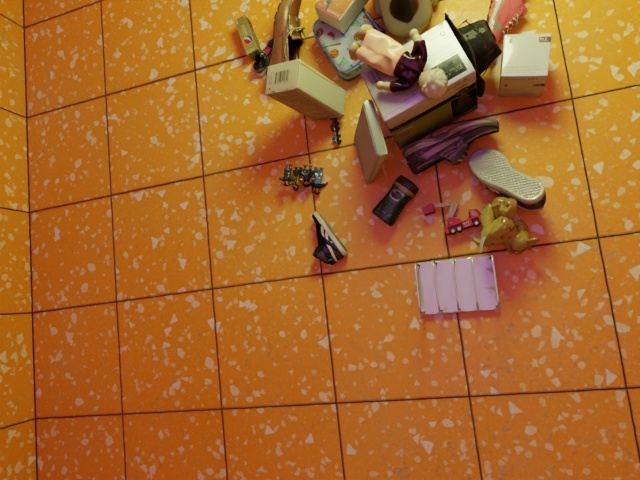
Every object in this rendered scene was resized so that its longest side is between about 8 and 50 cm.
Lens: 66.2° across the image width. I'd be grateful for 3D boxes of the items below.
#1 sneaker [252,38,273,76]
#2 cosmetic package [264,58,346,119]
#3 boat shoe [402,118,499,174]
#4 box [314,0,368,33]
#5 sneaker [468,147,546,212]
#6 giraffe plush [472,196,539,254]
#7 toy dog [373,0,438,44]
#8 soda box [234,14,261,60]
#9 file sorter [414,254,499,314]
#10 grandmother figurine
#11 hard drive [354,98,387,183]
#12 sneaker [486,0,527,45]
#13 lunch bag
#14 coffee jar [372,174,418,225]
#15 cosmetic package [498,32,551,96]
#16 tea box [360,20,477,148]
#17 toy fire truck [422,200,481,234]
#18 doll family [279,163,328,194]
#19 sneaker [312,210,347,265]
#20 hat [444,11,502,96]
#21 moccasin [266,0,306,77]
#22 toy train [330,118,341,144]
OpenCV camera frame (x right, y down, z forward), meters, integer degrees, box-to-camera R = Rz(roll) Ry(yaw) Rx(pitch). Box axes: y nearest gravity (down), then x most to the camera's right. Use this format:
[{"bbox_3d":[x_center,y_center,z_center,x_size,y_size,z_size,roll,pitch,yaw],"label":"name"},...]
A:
[{"bbox_3d":[-0.236,-0.790,2.098,0.063,0.074,0.171,32,94,18],"label":"sneaker"},{"bbox_3d":[-0.050,-0.566,1.877,0.160,0.309,0.113,3,86,35],"label":"cosmetic package"},{"bbox_3d":[0.485,-0.338,1.806,0.355,0.132,0.131,-18,89,24],"label":"boat shoe"},{"bbox_3d":[0.083,-0.916,1.892,0.130,0.091,0.171,36,89,17],"label":"box"},{"bbox_3d":[0.654,-0.203,1.736,0.126,0.127,0.321,-41,49,4],"label":"sneaker"},{"bbox_3d":[0.648,-0.027,1.683,0.170,0.181,0.211,20,94,-11],"label":"giraffe plush"},{"bbox_3d":[0.273,-0.937,1.774,0.284,0.408,0.396,6,86,19],"label":"toy dog"},{"bbox_3d":[-0.312,-0.881,2.139,0.058,0.061,0.182,-23,78,14],"label":"soda box"},{"bbox_3d":[0.475,0.156,1.722,0.277,0.173,0.193,-7,82,18],"label":"file sorter"},{"bbox_3d":[0.261,-0.568,1.569,0.342,0.104,0.208,39,123,17],"label":"grandmother figurine"},{"bbox_3d":[0.178,-0.352,1.801,0.040,0.307,0.203,-13,80,-4],"label":"hard drive"},{"bbox_3d":[0.677,-0.814,1.787,0.136,0.116,0.314,13,90,15],"label":"sneaker"},{"bbox_3d":[0.127,-0.803,1.965,0.243,0.115,0.304,-33,75,10],"label":"lunch bag"},{"bbox_3d":[0.285,-0.152,1.863,0.096,0.079,0.184,40,98,20],"label":"coffee jar"},{"bbox_3d":[0.710,-0.609,1.717,0.151,0.183,0.152,5,86,19],"label":"cosmetic package"},{"bbox_3d":[0.359,-0.533,1.748,0.328,0.323,0.220,-27,74,13],"label":"tea box"},{"bbox_3d":[0.487,-0.093,1.809,0.191,0.047,0.135,-20,78,15],"label":"toy fire truck"},{"bbox_3d":[-0.068,-0.247,1.991,0.192,0.076,0.112,3,81,15],"label":"doll family"},{"bbox_3d":[0.000,0.000,1.939,0.121,0.079,0.217,-37,76,10],"label":"sneaker"},{"bbox_3d":[0.543,-0.669,1.697,0.133,0.331,0.332,-29,77,15],"label":"hat"},{"bbox_3d":[-0.124,-0.834,2.033,0.146,0.139,0.381,11,88,18],"label":"moccasin"},{"bbox_3d":[0.058,-0.462,1.995,0.036,0.027,0.159,-11,81,20],"label":"toy train"}]
